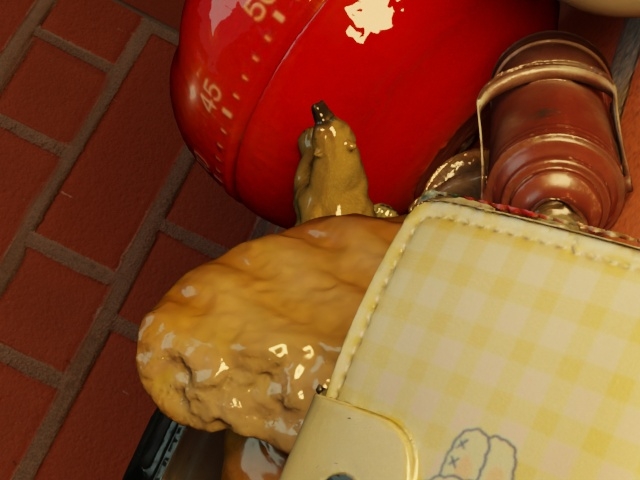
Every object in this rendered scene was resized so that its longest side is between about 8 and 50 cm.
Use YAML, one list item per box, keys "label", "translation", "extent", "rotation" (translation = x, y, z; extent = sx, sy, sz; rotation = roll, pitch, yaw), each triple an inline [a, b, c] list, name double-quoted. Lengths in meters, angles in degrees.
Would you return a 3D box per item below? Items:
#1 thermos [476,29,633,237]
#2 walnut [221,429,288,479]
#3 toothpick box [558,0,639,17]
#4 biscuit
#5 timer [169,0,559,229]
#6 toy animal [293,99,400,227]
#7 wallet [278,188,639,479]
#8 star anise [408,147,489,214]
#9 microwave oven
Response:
- label: "thermos"
  translation: [0.162, -0.055, 0.852]
  extent: [0.232, 0.099, 0.124]
  rotation: [-76, -22, -56]
- label: "walnut"
  translation: [0.003, 0.164, 0.901]
  extent: [0.159, 0.159, 0.206]
  rotation: [-61, 2, 12]
- label: "toothpick box"
  translation: [0.220, -0.275, 0.844]
  extent: [0.229, 0.229, 0.316]
  rotation: [-59, 9, 26]
- label: "biscuit"
  translation: [0.033, 0.063, 0.809]
  extent: [0.213, 0.274, 0.091]
  rotation: [-43, -48, -44]
- label: "timer"
  translation: [0.045, -0.178, 1.139]
  extent: [0.378, 0.279, 0.378]
  rotation: [-43, -15, -14]
- label: "toy animal"
  translation: [0.000, 0.000, 0.950]
  extent: [0.101, 0.103, 0.218]
  rotation: [-34, -37, -72]
- label: "wallet"
  translation: [0.063, 0.139, 0.533]
  extent: [0.223, 0.077, 0.309]
  rotation: [21, 81, 43]
- label: "star anise"
  translation: [0.104, 0.015, 1.040]
  extent: [0.236, 0.093, 0.229]
  rotation: [-60, 1, -14]
- label: "microwave oven"
  translation: [-0.097, 0.231, 1.292]
  extent: [0.237, 0.181, 0.295]
  rotation: [-65, 7, -24]
